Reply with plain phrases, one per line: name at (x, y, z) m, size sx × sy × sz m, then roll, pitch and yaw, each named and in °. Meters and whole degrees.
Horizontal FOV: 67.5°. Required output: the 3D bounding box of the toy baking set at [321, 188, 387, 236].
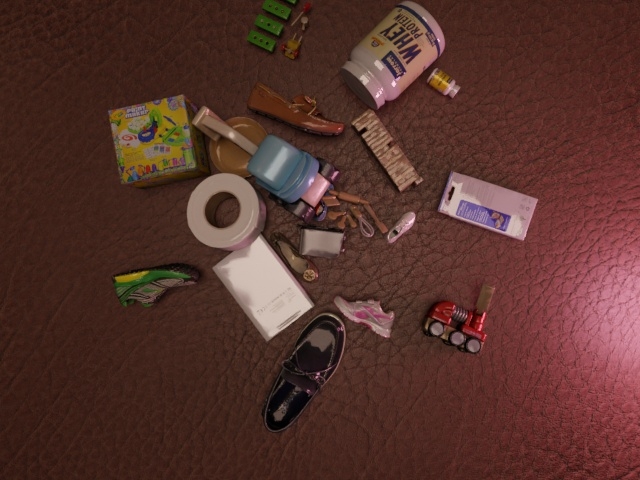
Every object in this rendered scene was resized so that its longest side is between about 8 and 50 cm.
toy baking set at (0.121, -0.099, 1.765) m, size 0.256 × 0.030 × 0.196 m, roll 13°, pitch 48°, yaw -17°

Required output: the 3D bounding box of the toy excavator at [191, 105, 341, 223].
toy excavator at (-0.208, -0.305, 1.706) m, size 0.445 × 0.433 × 0.222 m, roll 36°, pitch 88°, yaw -36°

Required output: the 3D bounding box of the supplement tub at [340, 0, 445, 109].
supplement tub at (0.254, -0.657, 1.719) m, size 0.325 × 0.235 × 0.235 m, roll -44°, pitch 87°, yaw 2°

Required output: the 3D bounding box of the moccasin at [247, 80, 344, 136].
moccasin at (-0.084, -0.495, 1.801) m, size 0.380 × 0.139 × 0.147 m, roll 24°, pitch 100°, yaw 13°

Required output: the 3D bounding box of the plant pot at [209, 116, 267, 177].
plant pot at (-0.310, -0.358, 1.859) m, size 0.236 × 0.032 × 0.236 m, roll 0°, pitch 89°, yaw 5°

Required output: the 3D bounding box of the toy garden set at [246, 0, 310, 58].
toy garden set at (-0.138, -0.832, 1.844) m, size 0.204 × 0.049 × 0.244 m, roll 27°, pitch 91°, yaw 6°

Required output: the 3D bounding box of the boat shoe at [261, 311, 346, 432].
boat shoe at (-0.061, 0.497, 1.775) m, size 0.187 × 0.156 × 0.500 m, roll 32°, pitch 91°, yaw 5°

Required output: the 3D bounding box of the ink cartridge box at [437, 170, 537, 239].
ink cartridge box at (0.611, -0.129, 1.777) m, size 0.333 × 0.065 × 0.165 m, roll 20°, pitch 91°, yaw 3°

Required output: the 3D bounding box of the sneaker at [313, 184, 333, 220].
sneaker at (0.011, -0.153, 1.813) m, size 0.063 × 0.073 × 0.162 m, roll 13°, pitch 90°, yaw 4°

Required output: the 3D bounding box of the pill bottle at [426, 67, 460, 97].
pill bottle at (0.461, -0.586, 1.789) m, size 0.116 × 0.065 × 0.065 m, roll 36°, pitch 92°, yaw 3°

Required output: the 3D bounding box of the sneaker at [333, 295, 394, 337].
sneaker at (0.168, 0.261, 1.793) m, size 0.252 × 0.103 × 0.111 m, roll 28°, pitch 87°, yaw -3°

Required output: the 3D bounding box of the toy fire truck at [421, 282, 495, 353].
toy fire truck at (0.517, 0.266, 1.748) m, size 0.217 × 0.158 × 0.246 m, roll 24°, pitch 80°, yaw 4°

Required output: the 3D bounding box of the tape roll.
tape roll at (-0.351, -0.104, 1.802) m, size 0.286 × 0.100 × 0.286 m, roll -2°, pitch 80°, yaw 10°

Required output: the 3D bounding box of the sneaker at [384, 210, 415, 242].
sneaker at (0.303, -0.049, 1.799) m, size 0.054 × 0.061 × 0.152 m, roll 42°, pitch 91°, yaw 5°

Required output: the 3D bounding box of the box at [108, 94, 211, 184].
box at (-0.600, -0.364, 1.806) m, size 0.290 × 0.177 × 0.279 m, roll -10°, pitch 89°, yaw 5°

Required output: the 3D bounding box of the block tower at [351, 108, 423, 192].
block tower at (0.244, -0.329, 1.790) m, size 0.097 × 0.091 × 0.335 m, roll -37°, pitch 87°, yaw 4°

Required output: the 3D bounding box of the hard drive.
hard drive at (-0.218, 0.176, 1.841) m, size 0.233 × 0.047 × 0.353 m, roll -37°, pitch 88°, yaw 3°

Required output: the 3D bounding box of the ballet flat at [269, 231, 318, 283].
ballet flat at (-0.104, 0.066, 1.827) m, size 0.084 × 0.058 × 0.250 m, roll -41°, pitch 87°, yaw 3°

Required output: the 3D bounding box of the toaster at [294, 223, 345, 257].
toaster at (0.000, 0.000, 1.766) m, size 0.186 × 0.168 × 0.110 m, roll 7°, pitch 92°, yaw 3°

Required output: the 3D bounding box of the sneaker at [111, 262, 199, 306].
sneaker at (-0.623, 0.171, 1.842) m, size 0.344 × 0.134 × 0.146 m, roll -10°, pitch 96°, yaw 13°
